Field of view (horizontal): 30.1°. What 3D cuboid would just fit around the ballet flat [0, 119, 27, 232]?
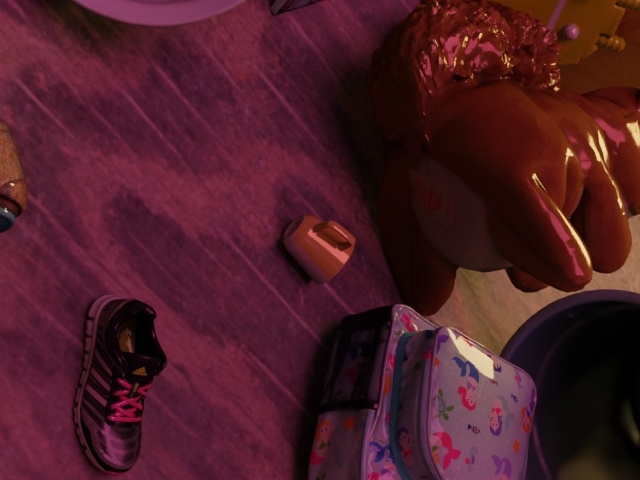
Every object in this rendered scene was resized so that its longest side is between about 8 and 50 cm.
[{"bbox_3d":[-0.390,-0.086,0.940,0.348,0.123,0.123,13,71,-45],"label":"ballet flat"}]

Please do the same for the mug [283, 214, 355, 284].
[{"bbox_3d":[-0.001,0.000,1.303,0.064,0.078,0.062,41,22,-17],"label":"mug"}]

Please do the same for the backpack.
[{"bbox_3d":[0.107,0.217,1.276,0.225,0.191,0.253,33,64,-33],"label":"backpack"}]

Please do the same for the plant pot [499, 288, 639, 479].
[{"bbox_3d":[0.437,0.224,1.494,0.334,0.341,0.341,-1,80,-51],"label":"plant pot"}]

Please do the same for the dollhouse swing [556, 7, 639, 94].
[{"bbox_3d":[0.487,-0.352,1.652,0.315,0.347,0.305,34,57,-32],"label":"dollhouse swing"}]

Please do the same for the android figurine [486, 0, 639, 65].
[{"bbox_3d":[0.274,-0.321,1.516,0.273,0.248,0.056,22,37,-2],"label":"android figurine"}]

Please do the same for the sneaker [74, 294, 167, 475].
[{"bbox_3d":[-0.181,0.130,1.099,0.063,0.075,0.170,12,71,-40],"label":"sneaker"}]

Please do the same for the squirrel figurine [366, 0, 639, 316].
[{"bbox_3d":[0.250,-0.139,1.411,0.370,0.281,0.397,-25,88,-34],"label":"squirrel figurine"}]

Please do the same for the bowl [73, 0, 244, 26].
[{"bbox_3d":[-0.158,-0.359,1.166,0.298,0.134,0.297,-1,101,-6],"label":"bowl"}]

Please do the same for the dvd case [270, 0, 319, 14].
[{"bbox_3d":[0.005,-0.302,1.375,0.119,0.087,0.013,-29,82,-43],"label":"dvd case"}]
